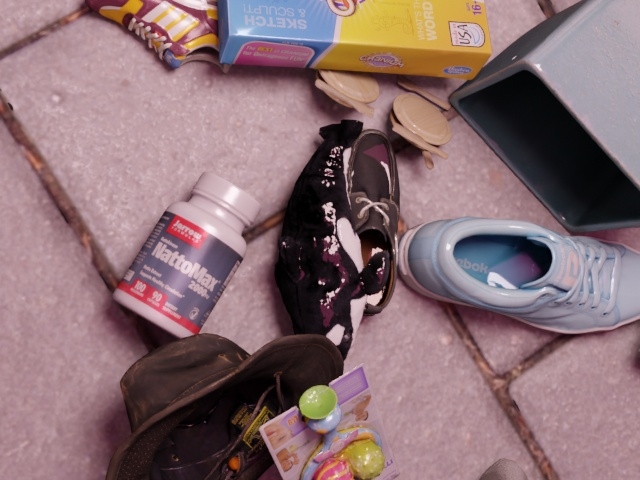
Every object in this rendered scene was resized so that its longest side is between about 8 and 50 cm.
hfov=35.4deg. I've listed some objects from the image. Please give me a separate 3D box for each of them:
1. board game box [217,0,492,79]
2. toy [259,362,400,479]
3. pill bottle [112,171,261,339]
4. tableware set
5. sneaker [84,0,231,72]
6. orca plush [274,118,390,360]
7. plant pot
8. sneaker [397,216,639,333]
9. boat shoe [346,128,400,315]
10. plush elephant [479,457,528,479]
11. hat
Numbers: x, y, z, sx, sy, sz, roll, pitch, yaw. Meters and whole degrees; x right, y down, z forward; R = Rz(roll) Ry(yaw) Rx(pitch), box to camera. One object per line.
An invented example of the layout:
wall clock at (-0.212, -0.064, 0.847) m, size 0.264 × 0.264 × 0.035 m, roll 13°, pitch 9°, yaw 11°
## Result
board game box at (0.034, -0.320, 1.198) m, size 0.316 × 0.064 × 0.242 m, roll 0°, pitch 70°, yaw -16°
toy at (0.027, 0.257, 1.148) m, size 0.136 × 0.056 × 0.237 m, roll -31°, pitch 132°, yaw -13°
pill bottle at (-0.148, 0.017, 1.156) m, size 0.108 × 0.108 × 0.180 m, roll 32°, pitch 80°, yaw -11°
tableware set at (0.073, -0.165, 1.236) m, size 0.194 × 0.039 × 0.128 m, roll 28°, pitch 38°, yaw -14°
sneaker at (-0.186, -0.249, 1.177) m, size 0.185 × 0.069 × 0.084 m, roll 8°, pitch 80°, yaw -13°
orca plush at (0.000, 0.000, 1.154) m, size 0.151 × 0.102 × 0.287 m, roll 18°, pitch 96°, yaw 30°
plant pot at (0.359, -0.186, 1.214) m, size 0.252 × 0.248 × 0.247 m, roll -45°, pitch 98°, yaw -10°
sneaker at (0.284, 0.048, 1.239) m, size 0.365 × 0.150 × 0.135 m, roll 5°, pitch 87°, yaw -15°
boat shoe at (0.065, -0.024, 1.227) m, size 0.084 × 0.079 × 0.233 m, roll 5°, pitch 85°, yaw -12°
plush elephant at (0.310, 0.451, 1.184) m, size 0.255 × 0.330 × 0.272 m, roll 39°, pitch 71°, yaw -28°
hat at (-0.132, 0.181, 1.095) m, size 0.331 × 0.331 × 0.134 m, roll -38°, pitch 63°, yaw -12°
